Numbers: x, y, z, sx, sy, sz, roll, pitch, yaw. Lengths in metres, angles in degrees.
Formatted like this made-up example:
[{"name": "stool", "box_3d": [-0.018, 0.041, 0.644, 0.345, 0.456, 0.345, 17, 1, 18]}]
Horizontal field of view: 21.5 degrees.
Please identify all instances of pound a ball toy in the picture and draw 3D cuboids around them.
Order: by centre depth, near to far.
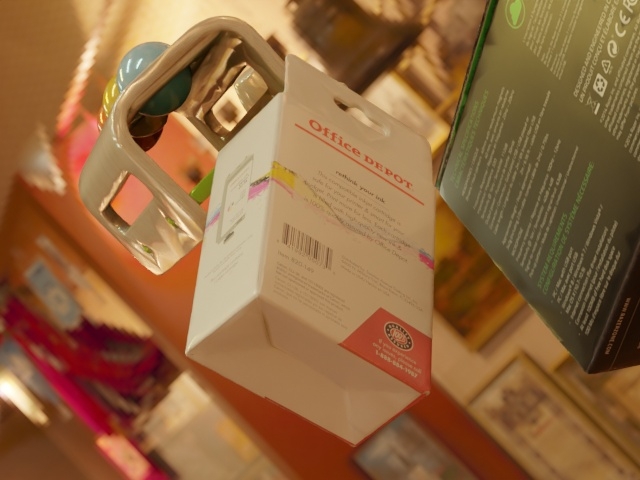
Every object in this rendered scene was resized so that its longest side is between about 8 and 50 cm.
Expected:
[{"name": "pound a ball toy", "box_3d": [-0.086, -0.099, 1.297, 0.208, 0.136, 0.319, -45, 4, -14]}]

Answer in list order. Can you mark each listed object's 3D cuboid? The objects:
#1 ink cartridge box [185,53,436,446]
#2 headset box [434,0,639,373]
[{"name": "ink cartridge box", "box_3d": [0.000, 0.000, 0.928, 0.067, 0.115, 0.198, -41, 29, 36]}, {"name": "headset box", "box_3d": [0.223, -0.094, 0.686, 0.283, 0.131, 0.246, -8, -49, -27]}]
